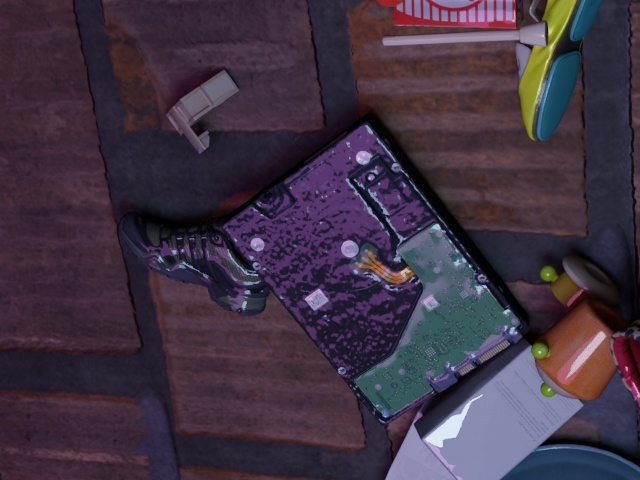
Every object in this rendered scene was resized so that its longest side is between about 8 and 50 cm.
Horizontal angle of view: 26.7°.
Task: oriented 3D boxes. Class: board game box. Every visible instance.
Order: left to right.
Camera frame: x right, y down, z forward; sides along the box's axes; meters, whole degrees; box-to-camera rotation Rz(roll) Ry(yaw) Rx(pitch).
[{"bbox_3d":[0.156,-0.341,1.533,0.147,0.045,0.193,4,114,19],"label":"board game box"}]

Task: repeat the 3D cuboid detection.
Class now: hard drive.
[{"bbox_3d":[0.071,0.040,1.691,0.237,0.064,0.339,-36,101,18],"label":"hard drive"}]

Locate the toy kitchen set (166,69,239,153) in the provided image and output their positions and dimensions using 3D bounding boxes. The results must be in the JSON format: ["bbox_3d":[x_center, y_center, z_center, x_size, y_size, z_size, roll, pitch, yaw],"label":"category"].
[{"bbox_3d":[-0.143,-0.162,1.736,0.068,0.075,0.083,54,159,-4],"label":"toy kitchen set"}]

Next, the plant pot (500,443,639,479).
[{"bbox_3d":[0.312,0.435,1.705,0.293,0.293,0.196,4,140,19],"label":"plant pot"}]

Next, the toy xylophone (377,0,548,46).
[{"bbox_3d":[0.151,-0.330,1.465,0.323,0.081,0.236,7,114,18],"label":"toy xylophone"}]

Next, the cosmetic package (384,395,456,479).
[{"bbox_3d":[0.139,0.330,1.827,0.099,0.060,0.239,28,119,9],"label":"cosmetic package"}]

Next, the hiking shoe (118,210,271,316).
[{"bbox_3d":[-0.156,0.003,1.795,0.227,0.086,0.114,28,106,1],"label":"hiking shoe"}]

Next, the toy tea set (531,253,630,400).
[{"bbox_3d":[0.378,0.169,1.590,0.336,0.200,0.124,36,113,-3],"label":"toy tea set"}]

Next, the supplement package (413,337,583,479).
[{"bbox_3d":[0.219,0.218,1.683,0.179,0.105,0.105,-41,95,1],"label":"supplement package"}]

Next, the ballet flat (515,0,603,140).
[{"bbox_3d":[0.264,-0.230,1.535,0.077,0.077,0.231,32,119,30],"label":"ballet flat"}]

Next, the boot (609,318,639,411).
[{"bbox_3d":[0.512,0.169,1.434,0.377,0.284,0.138,55,155,15],"label":"boot"}]
